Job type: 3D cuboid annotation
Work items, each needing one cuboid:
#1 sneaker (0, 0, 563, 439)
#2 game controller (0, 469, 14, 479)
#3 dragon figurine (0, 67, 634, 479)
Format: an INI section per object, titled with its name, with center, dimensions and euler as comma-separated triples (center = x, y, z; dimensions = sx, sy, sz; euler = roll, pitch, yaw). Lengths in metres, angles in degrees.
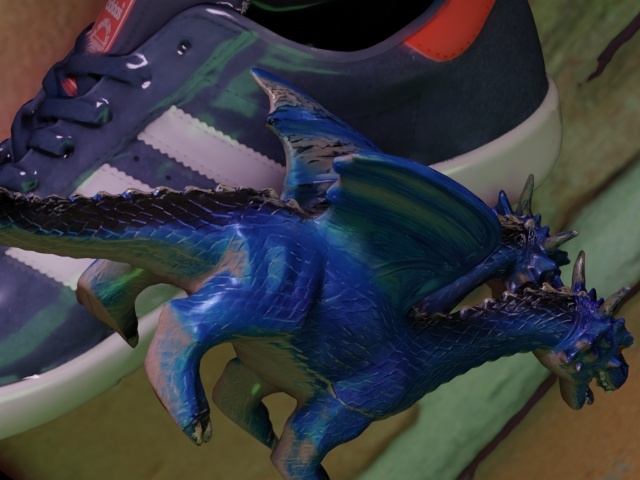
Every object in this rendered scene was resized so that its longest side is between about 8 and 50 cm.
[sneaker]
center = -0.078, -0.042, 0.561
dimensions = 0.350, 0.131, 0.148
euler = -25, 120, -14
[game controller]
center = -0.207, 0.157, 0.633
dimensions = 0.166, 0.067, 0.319
euler = -47, 118, -6
[dragon figurine]
center = 0.000, 0.000, 0.486
dimensions = 0.144, 0.085, 0.289
euler = -49, 131, 0
